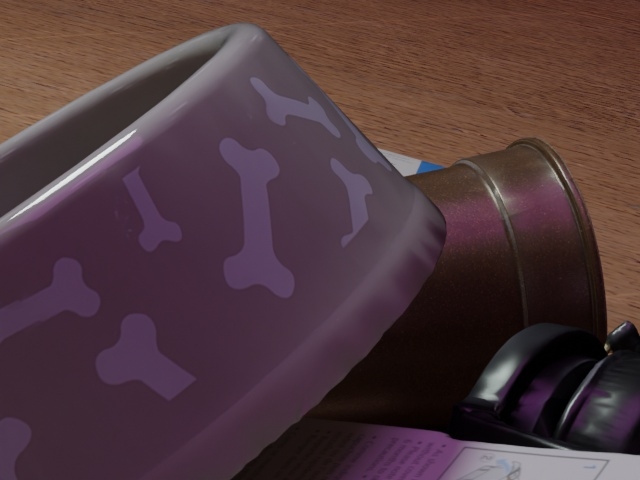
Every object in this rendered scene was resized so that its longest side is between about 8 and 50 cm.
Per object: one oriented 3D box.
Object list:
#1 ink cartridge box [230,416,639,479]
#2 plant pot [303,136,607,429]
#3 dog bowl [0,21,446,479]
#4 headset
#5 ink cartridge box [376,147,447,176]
[{"bbox_3d":[-0.024,0.150,0.542,0.239,0.060,0.275,2,31,36],"label":"ink cartridge box"},{"bbox_3d":[0.047,0.036,1.036,0.165,0.167,0.167,-8,20,-15],"label":"plant pot"},{"bbox_3d":[-0.127,0.040,0.705,0.349,0.102,0.349,-31,12,7],"label":"dog bowl"},{"bbox_3d":[0.171,0.090,0.786,0.243,0.185,0.394,14,-3,2],"label":"headset"},{"bbox_3d":[0.000,0.000,1.256,0.134,0.078,0.231,18,21,35],"label":"ink cartridge box"}]
